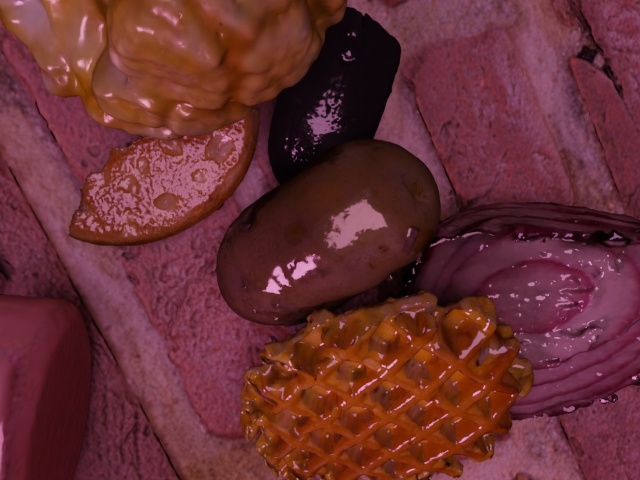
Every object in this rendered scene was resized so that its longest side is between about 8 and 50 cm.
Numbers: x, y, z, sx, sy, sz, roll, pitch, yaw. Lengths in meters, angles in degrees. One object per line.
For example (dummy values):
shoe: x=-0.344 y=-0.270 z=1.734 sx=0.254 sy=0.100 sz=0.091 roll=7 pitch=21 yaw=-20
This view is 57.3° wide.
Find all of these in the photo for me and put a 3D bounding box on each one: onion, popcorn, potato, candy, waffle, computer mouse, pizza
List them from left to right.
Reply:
candy: x=-0.294 y=0.166 z=0.562 sx=0.095 sy=0.255 sz=0.255 roll=5 pitch=94 yaw=-8
pizza: x=-0.167 y=-0.071 z=0.654 sx=0.127 sy=0.058 sz=0.246 roll=44 pitch=90 yaw=-10
popcorn: x=-0.128 y=-0.259 z=0.540 sx=0.334 sy=0.293 sz=0.292 roll=41 pitch=54 yaw=18
potato: x=0.000 y=0.000 z=0.609 sx=0.262 sy=0.165 sz=0.165 roll=-37 pitch=99 yaw=17
computer mouse: x=0.011 y=-0.156 z=0.664 sx=0.122 sy=0.073 sz=0.217 roll=18 pitch=92 yaw=-11
waffle: x=0.073 y=0.183 z=0.640 sx=0.325 sy=0.068 sz=0.302 roll=-7 pitch=126 yaw=3
onion: x=0.235 y=0.077 z=0.689 sx=0.315 sy=0.146 sz=0.280 roll=-1 pitch=122 yaw=-3
